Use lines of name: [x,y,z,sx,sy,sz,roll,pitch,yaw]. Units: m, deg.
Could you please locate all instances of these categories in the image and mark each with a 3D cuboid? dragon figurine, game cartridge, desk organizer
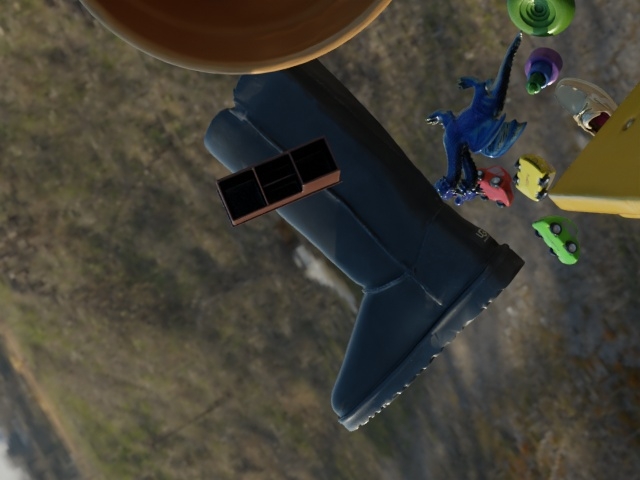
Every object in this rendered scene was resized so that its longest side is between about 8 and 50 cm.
dragon figurine: [0.262,-0.182,1.796,0.085,0.289,0.144,8,-139,-53]
game cartridge: [0.484,-0.151,1.601,0.053,0.285,0.324,41,175,-14]
desk organizer: [-0.045,-0.064,1.230,0.050,0.130,0.047,92,154,-80]

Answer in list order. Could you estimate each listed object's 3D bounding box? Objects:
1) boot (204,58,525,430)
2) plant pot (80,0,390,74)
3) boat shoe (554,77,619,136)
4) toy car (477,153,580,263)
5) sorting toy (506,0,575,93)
boot: [0.001,-0.002,1.584,0.445,0.367,0.146,42,-155,3]
plant pot: [-0.072,-0.303,0.891,0.203,0.291,0.290,-107,-2,-57]
boat shoe: [0.447,-0.204,1.854,0.170,0.059,0.063,37,134,18]
toy car: [0.378,-0.057,1.974,0.225,0.053,0.239,50,162,-9]
sorting toy: [0.378,-0.414,2.041,0.127,0.126,0.365,8,133,24]
